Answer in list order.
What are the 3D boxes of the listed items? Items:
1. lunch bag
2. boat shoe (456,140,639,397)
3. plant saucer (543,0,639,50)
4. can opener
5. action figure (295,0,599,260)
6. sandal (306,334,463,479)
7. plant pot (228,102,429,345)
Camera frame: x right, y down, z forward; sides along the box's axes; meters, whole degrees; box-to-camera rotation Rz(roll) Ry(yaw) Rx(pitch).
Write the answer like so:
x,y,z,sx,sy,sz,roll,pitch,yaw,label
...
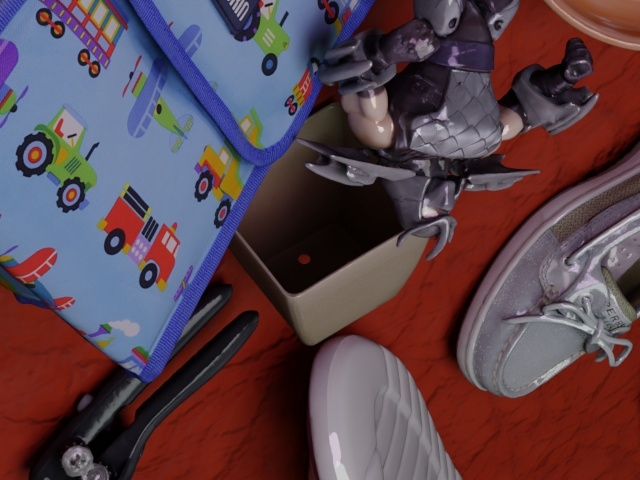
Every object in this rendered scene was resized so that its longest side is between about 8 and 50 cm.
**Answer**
x,y,z,sx,sy,sz,roll,pitch,yaw,label
-0.095,-0.115,0.776,0.293,0.138,0.221,-53,141,-12,lunch bag
0.240,0.009,1.129,0.320,0.103,0.118,-39,137,-2,boat shoe
0.209,-0.216,0.914,0.200,0.037,0.200,0,104,1,plant saucer
-0.115,0.101,0.966,0.059,0.073,0.186,40,90,-9,can opener
0.080,-0.127,0.836,0.185,0.099,0.285,-1,104,-48,action figure
0.048,0.224,1.141,0.102,0.169,0.416,-9,141,19,sandal
0.000,0.000,0.940,0.109,0.109,0.096,-31,148,-16,plant pot
